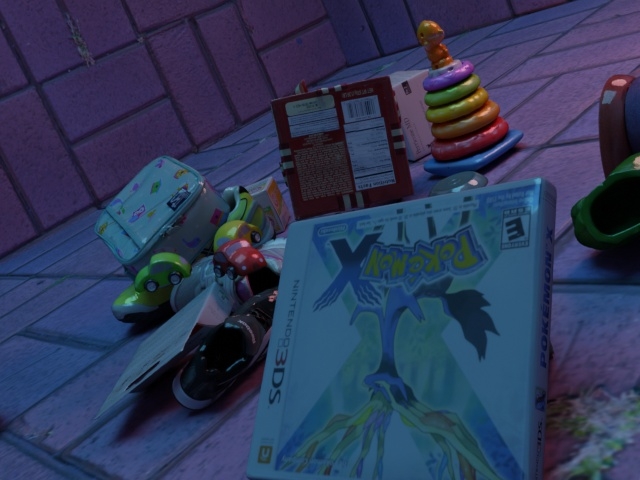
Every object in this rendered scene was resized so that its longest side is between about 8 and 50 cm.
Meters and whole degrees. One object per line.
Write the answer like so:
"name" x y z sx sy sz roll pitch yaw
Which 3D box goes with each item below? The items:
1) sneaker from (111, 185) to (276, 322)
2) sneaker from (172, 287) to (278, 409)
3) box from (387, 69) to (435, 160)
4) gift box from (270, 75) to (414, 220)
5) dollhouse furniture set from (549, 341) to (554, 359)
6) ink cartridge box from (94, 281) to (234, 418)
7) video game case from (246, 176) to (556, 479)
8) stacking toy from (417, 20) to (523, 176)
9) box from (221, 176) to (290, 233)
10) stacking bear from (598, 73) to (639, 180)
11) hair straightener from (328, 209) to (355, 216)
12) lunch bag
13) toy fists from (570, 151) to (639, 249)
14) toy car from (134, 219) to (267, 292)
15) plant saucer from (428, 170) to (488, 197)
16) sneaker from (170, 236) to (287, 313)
"sneaker" -0.267 0.027 1.577 0.385 0.147 0.145 -38 24 -34
"sneaker" -0.107 0.137 1.106 0.234 0.078 0.106 -44 -6 -40
"box" 0.199 -0.296 1.853 0.119 0.180 0.182 -29 18 -12
"gift box" 0.042 -0.188 1.493 0.255 0.276 0.258 -7 2 -1
"dollhouse furniture set" 0.185 0.082 0.908 0.129 0.128 0.184 -20 -7 14
"ink cartridge box" -0.222 0.171 1.164 0.181 0.056 0.224 -39 15 16
"video game case" 0.072 0.101 0.793 0.329 0.036 0.299 -9 63 40
"stacking toy" 0.260 -0.293 1.560 0.166 0.301 0.175 -35 19 -29
"box" -0.183 -0.049 1.762 0.203 0.103 0.114 -21 17 10
"stacking bear" 0.552 -0.170 1.082 0.289 0.164 0.175 -1 28 42
"hair straightener" 0.000 0.000 1.496 0.230 0.047 0.089 -32 18 -36
"lunch bag" -0.303 -0.038 1.471 0.224 0.108 0.279 -46 32 -8
"toy fists" 0.428 -0.088 0.965 0.279 0.096 0.142 -41 -20 12
"toy car" -0.203 0.029 1.295 0.225 0.053 0.239 -18 15 -1
"plant saucer" 0.254 -0.102 1.481 0.119 0.021 0.119 -22 18 7
"sneaker" -0.148 0.073 1.357 0.252 0.102 0.111 -22 16 8
